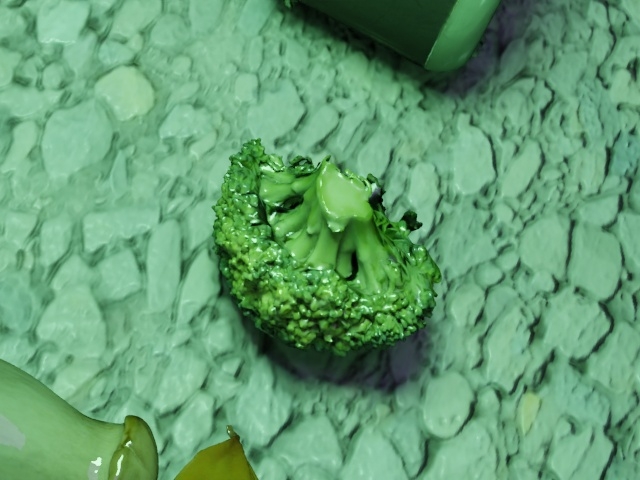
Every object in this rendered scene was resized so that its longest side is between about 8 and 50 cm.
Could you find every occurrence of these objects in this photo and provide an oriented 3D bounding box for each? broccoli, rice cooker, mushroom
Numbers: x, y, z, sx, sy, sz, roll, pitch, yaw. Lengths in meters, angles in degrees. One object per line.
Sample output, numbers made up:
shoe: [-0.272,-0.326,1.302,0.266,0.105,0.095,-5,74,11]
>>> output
broccoli: [-0.002,0.001,1.521,0.198,0.176,0.226,-10,86,-32]
rice cooker: [0.091,-0.345,1.675,0.277,0.288,0.288,30,59,2]
mushroom: [-0.335,0.151,1.373,0.407,0.154,0.137,22,99,-10]

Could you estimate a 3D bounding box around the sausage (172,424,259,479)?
sausage: [-0.113,0.295,1.372,0.112,0.112,0.328,23,57,-2]
